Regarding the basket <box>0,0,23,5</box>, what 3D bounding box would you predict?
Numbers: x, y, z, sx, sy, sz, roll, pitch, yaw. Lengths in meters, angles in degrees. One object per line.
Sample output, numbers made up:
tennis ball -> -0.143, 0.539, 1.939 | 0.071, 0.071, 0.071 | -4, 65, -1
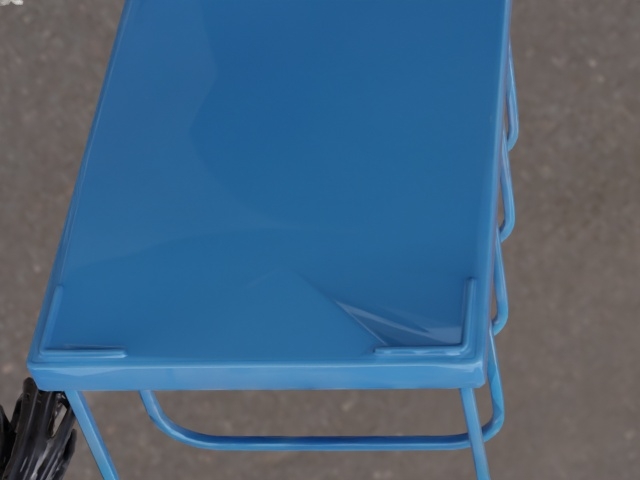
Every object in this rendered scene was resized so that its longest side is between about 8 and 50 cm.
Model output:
basket -> -0.078, -0.137, 0.380 | 0.103, 0.113, 0.167 | -46, 174, -10

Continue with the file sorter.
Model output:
file sorter -> 0.000, 0.000, 0.545 | 0.118, 0.170, 0.104 | -2, 138, 12

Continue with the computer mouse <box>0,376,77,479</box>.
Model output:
computer mouse -> -0.219, 0.161, 0.814 | 0.272, 0.188, 0.072 | -14, 126, 35
